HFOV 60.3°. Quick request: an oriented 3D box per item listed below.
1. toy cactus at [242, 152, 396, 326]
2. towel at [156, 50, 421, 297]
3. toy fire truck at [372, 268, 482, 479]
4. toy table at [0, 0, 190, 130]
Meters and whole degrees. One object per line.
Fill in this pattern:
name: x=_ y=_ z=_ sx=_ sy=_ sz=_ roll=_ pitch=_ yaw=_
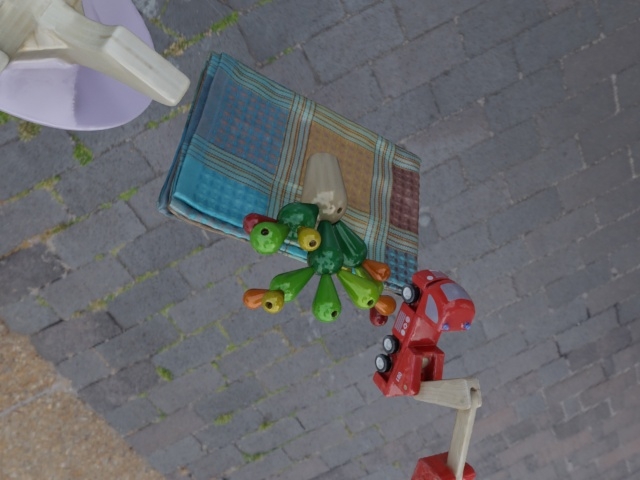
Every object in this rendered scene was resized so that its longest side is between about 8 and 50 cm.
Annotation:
toy cactus: x=0.000 y=0.000 z=0.570 sx=0.112 sy=0.180 sz=0.219 roll=-21 pitch=150 yaw=40
towel: x=-0.012 y=-0.090 z=0.766 sx=0.370 sy=0.271 sz=0.040 roll=21 pitch=147 yaw=-22
toy fire truck: x=0.113 y=0.140 z=0.538 sx=0.047 sy=0.135 sz=0.192 roll=3 pitch=116 yaw=-33
toy table: x=-0.245 y=-0.198 z=0.453 sx=0.274 sy=0.161 sz=0.252 roll=22 pitch=86 yaw=-34
